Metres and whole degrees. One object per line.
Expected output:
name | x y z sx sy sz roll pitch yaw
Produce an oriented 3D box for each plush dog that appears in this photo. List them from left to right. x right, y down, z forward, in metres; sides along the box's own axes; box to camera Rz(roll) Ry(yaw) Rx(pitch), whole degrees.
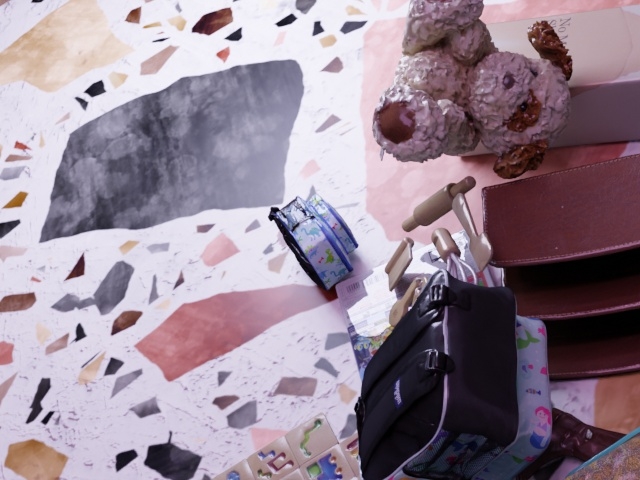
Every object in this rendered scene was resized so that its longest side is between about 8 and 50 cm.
plush dog | 0.202 -0.177 1.945 0.225 0.210 0.262 15 71 10

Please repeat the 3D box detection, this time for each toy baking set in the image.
toy baking set | 0.152 0.019 1.919 0.256 0.030 0.196 -41 38 52

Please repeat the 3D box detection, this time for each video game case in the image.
video game case | 0.130 0.089 1.995 0.201 0.023 0.183 -23 46 9

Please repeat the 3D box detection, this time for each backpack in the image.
backpack | 0.000 0.000 2.080 0.084 0.105 0.114 -34 48 0
backpack | 0.144 0.184 1.778 0.253 0.191 0.225 -49 29 44

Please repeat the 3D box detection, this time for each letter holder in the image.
letter holder | 0.359 0.030 1.832 0.302 0.152 0.214 -12 51 20

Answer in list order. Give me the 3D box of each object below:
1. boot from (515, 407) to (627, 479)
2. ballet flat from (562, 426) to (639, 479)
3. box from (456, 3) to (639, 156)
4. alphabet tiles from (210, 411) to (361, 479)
boot | 0.292 0.250 1.769 0.114 0.037 0.106 22 69 34
ballet flat | 0.270 0.306 1.663 0.349 0.123 0.123 -27 45 -6
box | 0.318 -0.213 2.071 0.311 0.121 0.148 -5 52 25
alphabet tiles | -0.043 0.367 1.869 0.343 0.011 0.285 -32 46 2
